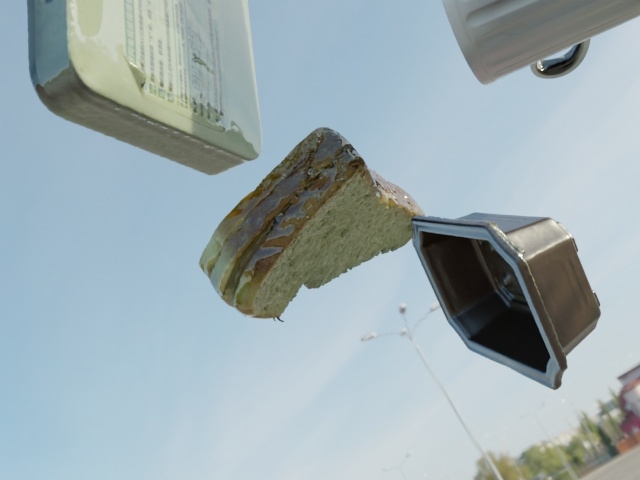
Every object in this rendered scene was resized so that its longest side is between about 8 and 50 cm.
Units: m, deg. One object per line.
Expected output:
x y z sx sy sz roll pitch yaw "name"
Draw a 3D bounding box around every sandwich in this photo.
-0.003 -0.003 0.993 0.254 0.099 0.288 -51 -28 9 "sandwich"

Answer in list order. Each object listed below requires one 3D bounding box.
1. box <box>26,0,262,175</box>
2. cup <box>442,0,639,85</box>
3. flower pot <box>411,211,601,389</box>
-0.246 -0.322 1.093 0.111 0.396 0.396 -17 -19 28 "box"
0.259 -0.288 0.859 0.202 0.167 0.221 -18 -5 25 "cup"
0.197 0.041 0.792 0.084 0.179 0.251 -28 11 -11 "flower pot"
